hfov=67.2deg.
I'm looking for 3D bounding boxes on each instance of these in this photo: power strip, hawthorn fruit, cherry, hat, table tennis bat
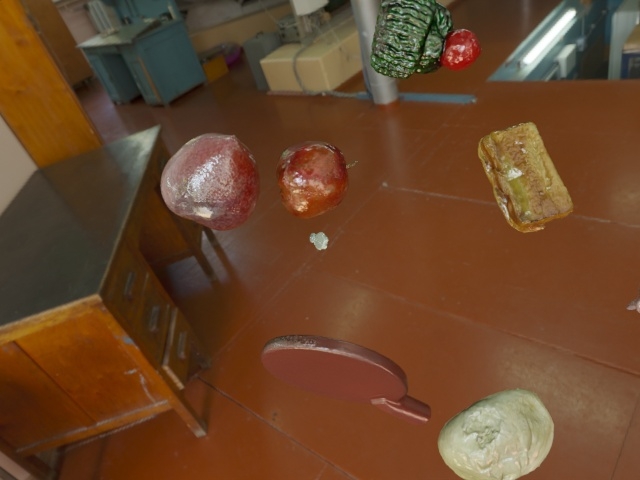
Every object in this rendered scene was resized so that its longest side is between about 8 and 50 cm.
[{"bbox_3d":[0.000,0.000,1.502,0.035,0.055,0.083,4,12,-40],"label":"power strip"},{"bbox_3d":[-0.004,-0.149,1.131,0.200,0.179,0.179,-15,35,-8],"label":"hawthorn fruit"},{"bbox_3d":[-0.253,-0.149,1.163,0.239,0.240,0.206,-20,10,1],"label":"cherry"},{"bbox_3d":[0.330,-0.626,1.484,0.332,0.274,0.242,16,33,3],"label":"hat"},{"bbox_3d":[0.068,0.284,0.959,0.268,0.414,0.051,-28,39,45],"label":"table tennis bat"}]

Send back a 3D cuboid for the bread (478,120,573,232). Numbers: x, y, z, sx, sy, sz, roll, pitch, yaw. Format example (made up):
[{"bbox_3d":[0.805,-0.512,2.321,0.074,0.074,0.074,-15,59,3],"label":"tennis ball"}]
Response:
[{"bbox_3d":[0.630,-0.197,1.509,0.195,0.149,0.344,-17,76,0],"label":"bread"}]

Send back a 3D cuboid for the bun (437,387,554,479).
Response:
[{"bbox_3d":[0.327,0.376,0.895,0.220,0.220,0.134,-24,53,-5],"label":"bun"}]

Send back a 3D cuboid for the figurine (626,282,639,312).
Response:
[{"bbox_3d":[0.917,0.136,1.165,0.287,0.176,0.186,-16,67,-13],"label":"figurine"}]
